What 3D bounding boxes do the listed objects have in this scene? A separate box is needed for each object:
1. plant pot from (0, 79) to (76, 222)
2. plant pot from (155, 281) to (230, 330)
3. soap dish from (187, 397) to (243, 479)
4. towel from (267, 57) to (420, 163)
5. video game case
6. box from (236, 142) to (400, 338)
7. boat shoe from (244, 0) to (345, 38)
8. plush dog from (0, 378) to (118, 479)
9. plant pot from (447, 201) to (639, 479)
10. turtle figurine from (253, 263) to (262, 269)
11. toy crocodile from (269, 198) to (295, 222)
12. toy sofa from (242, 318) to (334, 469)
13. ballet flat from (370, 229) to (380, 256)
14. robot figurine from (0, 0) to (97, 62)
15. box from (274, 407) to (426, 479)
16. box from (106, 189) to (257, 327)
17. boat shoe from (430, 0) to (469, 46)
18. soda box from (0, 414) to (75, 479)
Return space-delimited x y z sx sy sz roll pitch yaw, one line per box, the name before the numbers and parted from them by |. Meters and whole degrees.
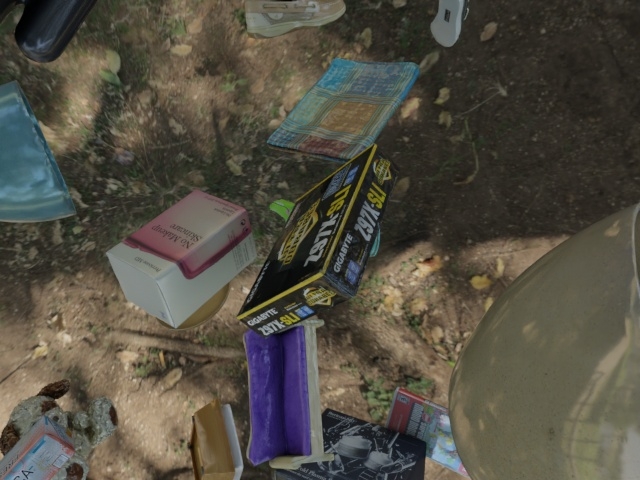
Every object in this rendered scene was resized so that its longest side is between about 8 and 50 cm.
plant pot | -0.654 -0.155 1.136 0.195 0.290 0.291 -23 100 -19
plant pot | -0.357 0.159 1.579 0.236 0.236 0.032 -36 134 -10
soap dish | -0.327 0.651 1.702 0.118 0.291 0.229 -5 51 -22
towel | 0.063 -0.341 1.412 0.370 0.271 0.040 -56 145 -29
video game case | 0.336 0.571 1.660 0.285 0.025 0.204 20 121 18
box | 0.000 0.000 1.014 0.079 0.257 0.322 41 48 -19
boat shoe | -0.063 -0.663 1.583 0.341 0.121 0.110 -30 128 -33
plush dog | -0.688 0.491 1.426 0.210 0.262 0.225 -27 112 27
plant pot | 0.219 0.136 0.448 0.284 0.190 0.284 24 54 -37
turtle figurine | -0.049 0.099 1.454 0.175 0.234 0.118 -42 144 -39
toy crocodile | 0.001 -0.051 1.767 0.340 0.115 0.105 19 103 7
toy sofa | -0.085 0.381 1.412 0.177 0.150 0.363 6 69 -27
ballet flat | 0.105 -0.056 1.445 0.087 0.247 0.083 20 132 -12
robot figurine | -0.277 -0.239 0.381 0.173 0.209 0.278 40 93 22
box | 0.092 0.691 1.621 0.342 0.312 0.179 11 114 27
box | -0.257 0.027 1.070 0.232 0.148 0.127 -44 141 -36
boat shoe | 0.326 -0.556 1.359 0.077 0.219 0.070 39 81 11
soda box | -0.444 0.349 0.809 0.183 0.063 0.058 -48 117 -11
